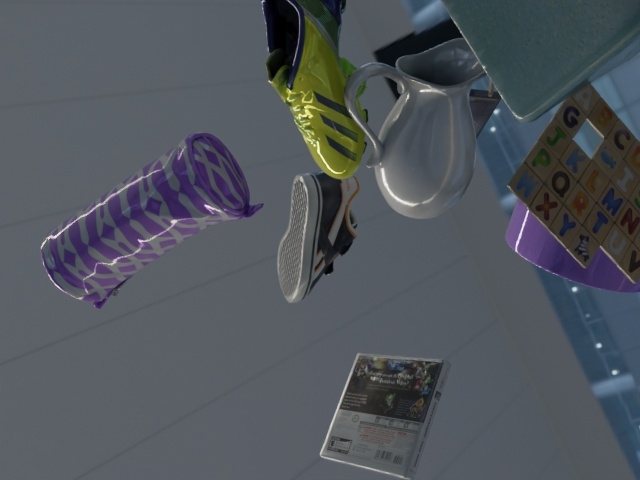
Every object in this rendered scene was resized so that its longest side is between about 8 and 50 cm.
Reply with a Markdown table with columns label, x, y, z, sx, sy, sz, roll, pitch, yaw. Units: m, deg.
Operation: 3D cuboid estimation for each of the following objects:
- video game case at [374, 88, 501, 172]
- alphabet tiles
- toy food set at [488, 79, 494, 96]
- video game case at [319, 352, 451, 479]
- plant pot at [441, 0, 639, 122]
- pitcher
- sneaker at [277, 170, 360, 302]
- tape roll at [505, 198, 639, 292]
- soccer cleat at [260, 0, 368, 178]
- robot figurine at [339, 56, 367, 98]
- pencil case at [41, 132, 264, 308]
| label | x | y | z | sx | sy | sz | roll | pitch | yaw |
| --- | --- | --- | --- | --- | --- | --- | --- | --- | --- |
| video game case | 0.253 | -0.233 | 1.775 | 0.196 | 0.274 | 0.026 | 2 | -124 | -18 |
| alphabet tiles | 0.367 | -0.064 | 1.046 | 0.237 | 0.009 | 0.198 | 43 | -110 | -16 |
| toy food set | 0.354 | -0.381 | 1.574 | 0.038 | 0.192 | 0.133 | 14 | -119 | -5 |
| video game case | 0.092 | 0.250 | 1.174 | 0.022 | 0.190 | 0.173 | 35 | -113 | -31 |
| plant pot | 0.268 | -0.303 | 0.735 | 0.247 | 0.252 | 0.248 | -32 | -91 | -35 |
| pitcher | 0.108 | -0.128 | 0.970 | 0.177 | 0.207 | 0.126 | -7 | -138 | -13 |
| sneaker | 0.000 | 0.000 | 1.565 | 0.127 | 0.321 | 0.126 | -9 | -129 | -23 |
| tape roll | 0.484 | -0.006 | 1.469 | 0.274 | 0.274 | 0.090 | -16 | -54 | -52 |
| soccer cleat | -0.017 | -0.182 | 0.918 | 0.121 | 0.093 | 0.289 | -43 | -42 | -32 |
| robot figurine | 0.047 | -0.319 | 1.589 | 0.115 | 0.101 | 0.067 | 28 | -126 | -55 |
| pencil case | -0.157 | -0.014 | 0.717 | 0.088 | 0.206 | 0.086 | 57 | -153 | -6 |
